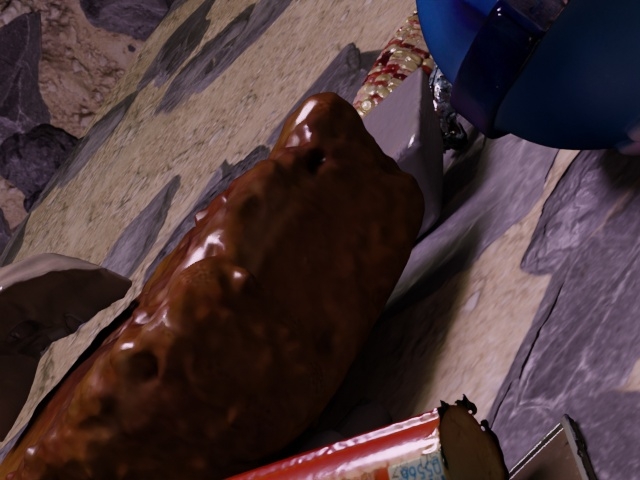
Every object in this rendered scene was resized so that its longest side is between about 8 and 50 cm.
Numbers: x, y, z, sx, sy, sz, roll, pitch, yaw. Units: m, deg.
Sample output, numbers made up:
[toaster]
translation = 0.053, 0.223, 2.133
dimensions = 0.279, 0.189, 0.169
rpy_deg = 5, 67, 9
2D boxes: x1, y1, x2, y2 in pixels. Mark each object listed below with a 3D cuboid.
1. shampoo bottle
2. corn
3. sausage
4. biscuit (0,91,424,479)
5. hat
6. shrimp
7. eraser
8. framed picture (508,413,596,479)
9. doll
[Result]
[shampoo bottle]
translation = -0.007, 0.174, 1.331
dimensions = 0.165, 0.040, 0.080
rpy_deg = -45, -28, -34
[corn]
translation = 0.105, -0.177, 1.829
dimensions = 0.086, 0.086, 0.253
rpy_deg = -30, 23, 53
[sausage]
translation = -0.012, 0.165, 1.161
dimensions = 0.264, 0.083, 0.083
rpy_deg = -22, 29, 33
[biscuit]
translation = -0.097, 0.108, 1.481
dimensions = 0.395, 0.166, 0.342
rpy_deg = -47, 9, 41
[hat]
translation = -0.249, 0.063, 1.575
dimensions = 0.166, 0.144, 0.173
rpy_deg = -49, 25, -5
[shrimp]
translation = 0.139, -0.160, 1.716
dimensions = 0.082, 0.076, 0.174
rpy_deg = -6, 42, 39
[eraser]
translation = 0.001, 0.000, 1.690
dimensions = 0.352, 0.077, 0.111
rpy_deg = -42, 24, 33
[framed picture]
translation = 0.116, 0.168, 1.082
dimensions = 0.109, 0.011, 0.149
rpy_deg = -47, 15, 14
[doll]
translation = 0.206, -0.197, 1.302
dimensions = 0.310, 0.240, 0.284
rpy_deg = -51, -9, -3
